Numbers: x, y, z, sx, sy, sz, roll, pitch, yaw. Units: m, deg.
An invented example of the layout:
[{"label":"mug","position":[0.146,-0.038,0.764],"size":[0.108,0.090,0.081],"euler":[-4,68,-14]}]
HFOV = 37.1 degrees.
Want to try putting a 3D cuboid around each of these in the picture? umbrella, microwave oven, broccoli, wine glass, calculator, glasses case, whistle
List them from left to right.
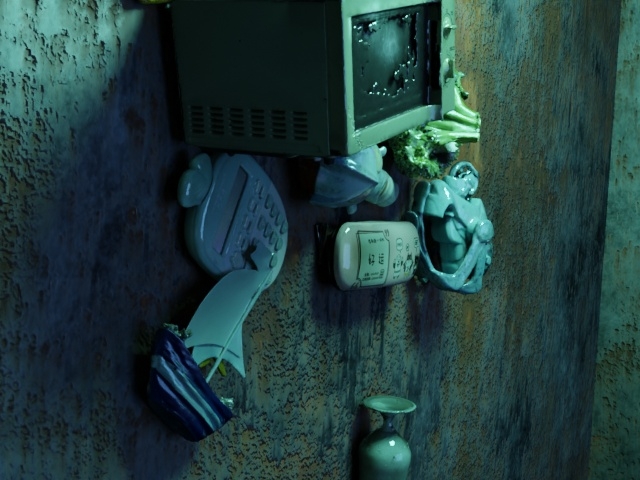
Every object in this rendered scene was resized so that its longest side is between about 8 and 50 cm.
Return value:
[{"label":"calculator","position":[-0.124,-0.030,1.365],"size":[0.295,0.042,0.184],"euler":[48,54,-55]},{"label":"umbrella","position":[0.002,0.000,1.610],"size":[0.031,0.020,0.083],"euler":[-129,-143,-76]},{"label":"microwave oven","position":[0.005,-0.237,1.311],"size":[0.355,0.286,0.218],"euler":[-30,121,-56]},{"label":"whistle","position":[0.055,-0.114,1.594],"size":[0.346,0.133,0.142],"euler":[19,75,-69]},{"label":"glasses case","position":[0.101,0.025,1.724],"size":[0.314,0.075,0.122],"euler":[-2,93,-60]},{"label":"wine glass","position":[0.120,0.417,1.794],"size":[0.103,0.103,0.231],"euler":[-7,103,-60]},{"label":"broccoli","position":[0.208,-0.214,1.773],"size":[0.226,0.176,0.198],"euler":[-105,-178,-59]}]

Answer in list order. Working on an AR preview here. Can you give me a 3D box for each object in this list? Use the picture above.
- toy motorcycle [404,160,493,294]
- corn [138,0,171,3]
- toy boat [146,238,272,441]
[{"label":"toy motorcycle","position":[0.265,-0.019,1.953],"size":[0.206,0.154,0.260],"euler":[-23,108,-32]},{"label":"corn","position":[-0.205,-0.311,1.193],"size":[0.083,0.027,0.028],"euler":[-28,113,-58]},{"label":"toy boat","position":[-0.130,0.125,1.318],"size":[0.291,0.067,0.220],"euler":[-58,142,-27]}]
